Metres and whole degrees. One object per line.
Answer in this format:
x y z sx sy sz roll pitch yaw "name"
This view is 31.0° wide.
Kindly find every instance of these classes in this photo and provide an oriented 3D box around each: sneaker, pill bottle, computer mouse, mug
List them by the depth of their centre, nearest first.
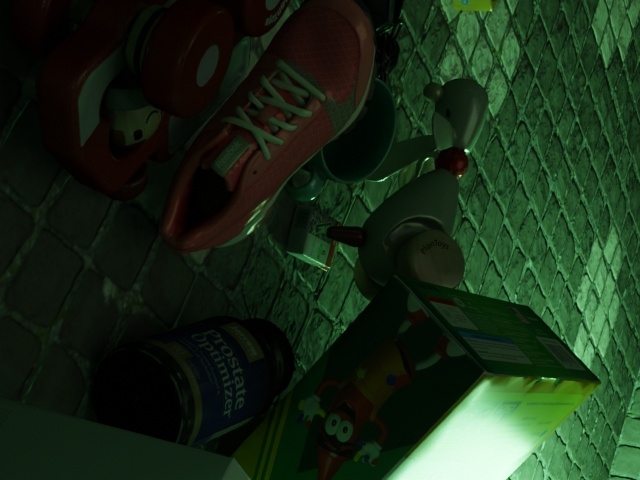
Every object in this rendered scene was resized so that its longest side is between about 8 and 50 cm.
-0.052 -0.101 1.123 0.314 0.116 0.136 -54 175 22 "sneaker"
-0.124 0.146 1.208 0.219 0.123 0.123 -15 111 -58 "pill bottle"
0.003 -0.134 1.359 0.158 0.097 0.129 -30 127 -36 "mug"
0.066 -0.332 1.436 0.188 0.072 0.272 -57 154 -68 "computer mouse"

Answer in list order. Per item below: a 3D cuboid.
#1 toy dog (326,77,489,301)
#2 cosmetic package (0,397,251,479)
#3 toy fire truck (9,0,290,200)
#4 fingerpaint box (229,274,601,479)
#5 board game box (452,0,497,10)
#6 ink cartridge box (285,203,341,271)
0.105 -0.071 1.490 0.161 0.220 0.334 27 47 -20 "toy dog"
-0.144 0.294 1.056 0.097 0.284 0.377 -62 146 -28 "cosmetic package"
-0.147 -0.164 1.061 0.302 0.169 0.254 -56 162 -37 "toy fire truck"
0.111 0.243 1.440 0.371 0.163 0.445 -49 153 15 "fingerpaint box"
0.233 -0.533 1.676 0.242 0.064 0.316 -60 145 -31 "board game box"
0.000 0.000 1.470 0.115 0.029 0.063 29 73 -58 "ink cartridge box"
